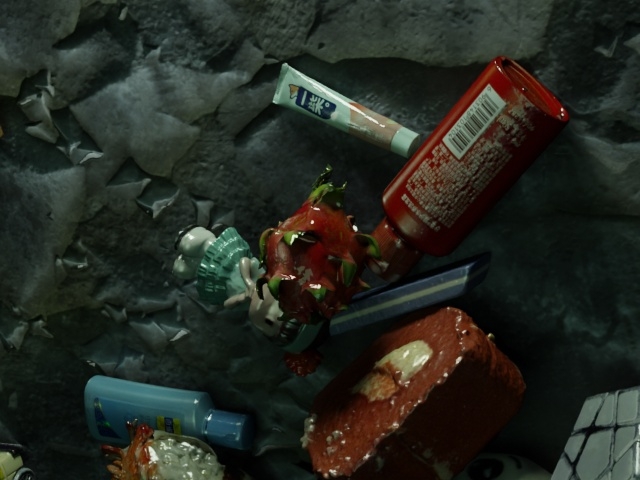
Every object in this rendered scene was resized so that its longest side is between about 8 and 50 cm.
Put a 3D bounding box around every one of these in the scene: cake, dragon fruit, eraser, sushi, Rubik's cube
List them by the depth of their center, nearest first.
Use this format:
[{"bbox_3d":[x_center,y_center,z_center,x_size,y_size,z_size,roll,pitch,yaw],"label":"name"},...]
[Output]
[{"bbox_3d":[0.422,0.296,1.565,0.264,0.319,0.319,16,116,49],"label":"Rubik's cube"},{"bbox_3d":[0.107,0.210,1.694,0.283,0.177,0.151,-47,125,1],"label":"cake"},{"bbox_3d":[0.000,-0.002,1.699,0.135,0.235,0.137,34,148,-26],"label":"dragon fruit"},{"bbox_3d":[0.113,0.070,1.739,0.225,0.082,0.036,-19,94,30],"label":"eraser"},{"bbox_3d":[-0.154,0.369,1.912,0.332,0.130,0.124,29,128,-14],"label":"sushi"}]

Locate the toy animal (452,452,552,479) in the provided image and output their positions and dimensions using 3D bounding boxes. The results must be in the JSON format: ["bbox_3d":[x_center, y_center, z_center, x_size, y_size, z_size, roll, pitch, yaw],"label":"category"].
[{"bbox_3d":[0.193,0.387,1.734,0.212,0.212,0.267,46,121,5],"label":"toy animal"}]

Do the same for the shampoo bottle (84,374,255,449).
[{"bbox_3d":[-0.217,0.258,1.970,0.258,0.061,0.103,5,115,23],"label":"shampoo bottle"}]

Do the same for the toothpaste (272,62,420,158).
[{"bbox_3d":[0.030,-0.160,1.730,0.205,0.036,0.056,27,116,19],"label":"toothpaste"}]

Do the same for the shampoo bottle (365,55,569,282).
[{"bbox_3d":[0.165,-0.076,1.669,0.118,0.076,0.314,42,120,6],"label":"shampoo bottle"}]

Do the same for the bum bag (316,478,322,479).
[{"bbox_3d":[0.053,0.320,1.871,0.087,0.049,0.197,35,118,5],"label":"bum bag"}]

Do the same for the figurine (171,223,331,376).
[{"bbox_3d":[-0.085,0.070,1.823,0.246,0.110,0.138,28,119,20],"label":"figurine"}]

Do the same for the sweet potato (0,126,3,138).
[{"bbox_3d":[-0.562,-0.307,1.919,0.109,0.109,0.385,-13,102,28],"label":"sweet potato"}]

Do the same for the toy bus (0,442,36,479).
[{"bbox_3d":[-0.534,0.484,2.127,0.143,0.179,0.305,0,107,25],"label":"toy bus"}]
